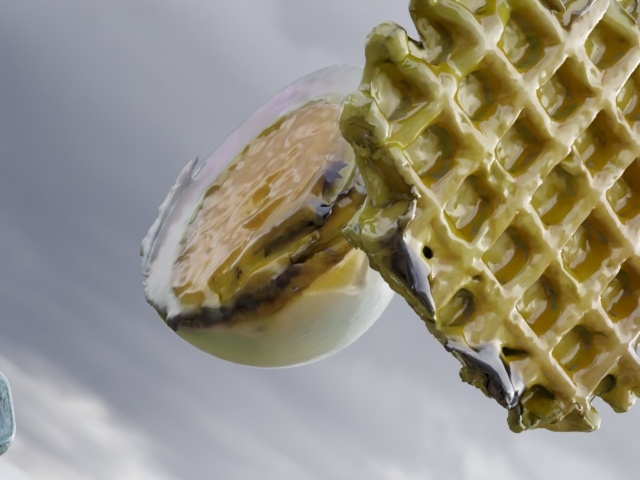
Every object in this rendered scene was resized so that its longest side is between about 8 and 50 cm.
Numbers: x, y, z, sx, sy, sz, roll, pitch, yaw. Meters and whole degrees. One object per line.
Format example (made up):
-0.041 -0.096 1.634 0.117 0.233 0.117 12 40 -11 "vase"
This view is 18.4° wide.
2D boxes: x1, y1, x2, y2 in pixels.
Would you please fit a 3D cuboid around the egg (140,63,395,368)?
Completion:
0.000 -0.003 1.641 0.174 0.264 0.286 37 -47 -25 "egg"

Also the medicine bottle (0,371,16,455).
-0.358 0.191 1.959 0.053 0.090 0.208 -3 -17 -29 "medicine bottle"

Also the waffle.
0.134 -0.032 1.238 0.312 0.307 0.060 12 -1 -35 "waffle"
